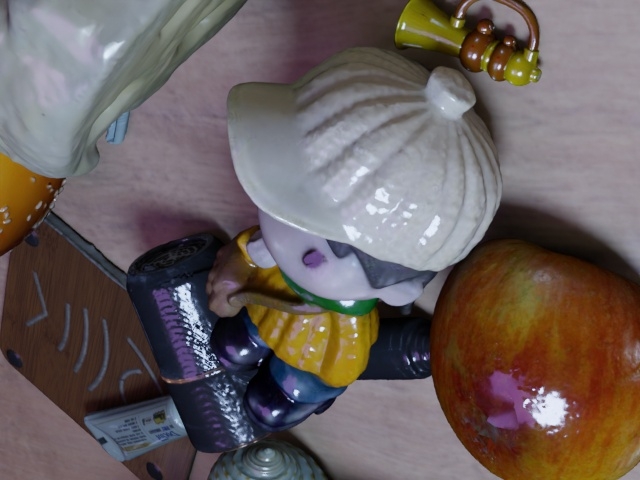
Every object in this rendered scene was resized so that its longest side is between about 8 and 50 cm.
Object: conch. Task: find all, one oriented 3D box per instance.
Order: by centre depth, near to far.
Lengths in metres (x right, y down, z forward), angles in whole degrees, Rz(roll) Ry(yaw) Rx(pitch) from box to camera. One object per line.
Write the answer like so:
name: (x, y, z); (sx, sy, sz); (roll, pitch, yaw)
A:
conch: (-0.040, 0.247, 1.677); (0.135, 0.102, 0.153); (15, 156, 14)

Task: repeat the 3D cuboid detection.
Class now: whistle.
whistle: (0.113, -0.148, 1.254); (0.109, 0.057, 0.046); (21, 179, 23)

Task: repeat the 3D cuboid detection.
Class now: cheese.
cheese: (-0.117, -0.186, 1.218); (0.115, 0.326, 0.318); (43, 130, 2)

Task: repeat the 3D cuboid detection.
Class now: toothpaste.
toothpaste: (-0.175, 0.187, 1.794); (0.067, 0.037, 0.255); (51, 148, -9)

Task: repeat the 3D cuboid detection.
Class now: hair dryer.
hair dryer: (-0.009, 0.079, 1.528); (0.352, 0.107, 0.189); (-7, 113, 40)

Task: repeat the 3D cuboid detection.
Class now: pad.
pad: (-0.229, 0.123, 1.845); (0.284, 0.018, 0.286); (39, 143, 17)

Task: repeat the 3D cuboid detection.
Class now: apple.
apple: (0.167, 0.090, 1.304); (0.195, 0.160, 0.173); (19, 111, 28)

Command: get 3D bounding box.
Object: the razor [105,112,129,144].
razor: (-0.170, -0.160, 1.542); (0.084, 0.036, 0.211); (60, 156, 30)

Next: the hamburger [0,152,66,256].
hamburger: (-0.329, -0.064, 1.616); (0.170, 0.246, 0.246); (43, 144, -7)

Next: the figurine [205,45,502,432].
figurine: (0.023, -0.004, 1.336); (0.185, 0.204, 0.332); (56, 158, 27)
